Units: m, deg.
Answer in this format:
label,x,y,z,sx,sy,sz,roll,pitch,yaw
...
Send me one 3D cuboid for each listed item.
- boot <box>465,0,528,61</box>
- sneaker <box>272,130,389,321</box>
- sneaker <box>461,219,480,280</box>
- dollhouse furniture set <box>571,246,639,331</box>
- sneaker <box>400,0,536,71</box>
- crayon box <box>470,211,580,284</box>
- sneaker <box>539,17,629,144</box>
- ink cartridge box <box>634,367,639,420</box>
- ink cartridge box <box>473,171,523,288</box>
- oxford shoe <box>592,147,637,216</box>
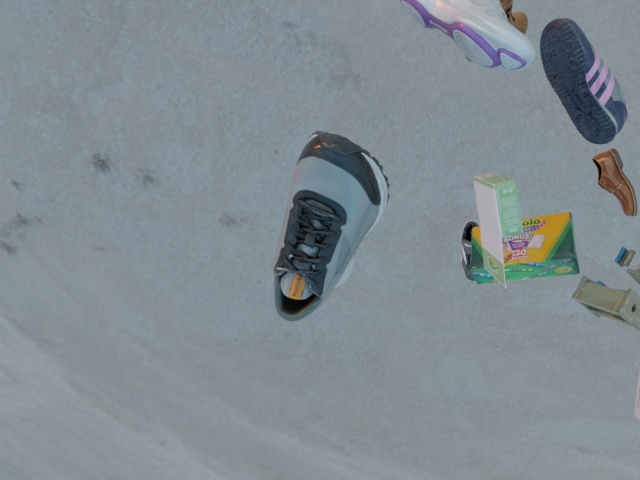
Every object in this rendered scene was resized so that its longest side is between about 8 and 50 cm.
label,x,y,z,sx,sy,sz,roll,pitch,yaw
boot,0.403,-0.497,1.070,0.073,0.197,0.152,41,159,27
sneaker,0.000,0.000,0.536,0.100,0.108,0.272,25,142,10
sneaker,0.564,0.034,1.831,0.078,0.106,0.235,0,86,22
dollhouse furniture set,0.754,0.107,1.209,0.128,0.184,0.129,32,176,-28
sneaker,0.281,-0.425,0.879,0.152,0.305,0.114,-44,153,7
crayon box,0.582,0.025,1.405,0.278,0.166,0.081,-11,135,31
sneaker,0.637,-0.394,1.169,0.319,0.131,0.112,58,155,-16
ink cartridge box,0.684,0.295,0.775,0.210,0.289,0.122,6,92,8
ink cartridge box,0.408,-0.030,1.117,0.056,0.171,0.235,-12,102,5
oxford shoe,0.870,-0.163,1.448,0.075,0.213,0.076,-19,165,10
